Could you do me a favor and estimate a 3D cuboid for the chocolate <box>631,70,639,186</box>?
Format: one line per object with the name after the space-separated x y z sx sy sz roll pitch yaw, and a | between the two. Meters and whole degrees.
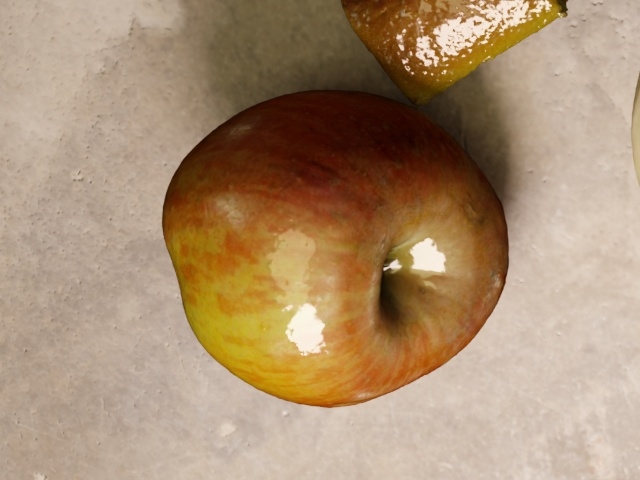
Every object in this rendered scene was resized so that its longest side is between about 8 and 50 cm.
0.398 -0.113 1.319 0.314 0.297 0.326 22 118 7 | chocolate

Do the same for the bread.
0.118 -0.215 1.496 0.172 0.103 0.132 -32 101 30 | bread

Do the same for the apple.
0.000 0.000 1.549 0.301 0.301 0.301 9 115 19 | apple
